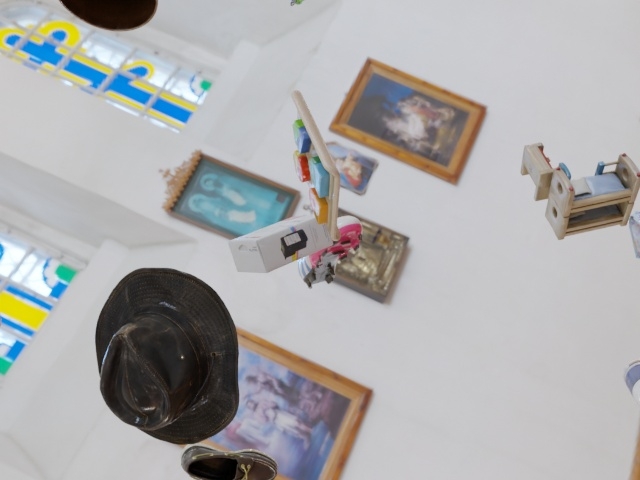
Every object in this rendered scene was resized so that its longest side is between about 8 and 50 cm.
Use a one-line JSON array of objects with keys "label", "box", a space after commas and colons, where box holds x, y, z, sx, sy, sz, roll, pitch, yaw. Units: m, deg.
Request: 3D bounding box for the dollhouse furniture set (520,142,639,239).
[{"label": "dollhouse furniture set", "box": [0.468, -0.122, 1.125, 0.129, 0.129, 0.183, 78, 180, -49]}]

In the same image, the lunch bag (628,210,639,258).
[{"label": "lunch bag", "box": [0.544, -0.015, 0.992, 0.053, 0.071, 0.083, -125, 16, -79]}]

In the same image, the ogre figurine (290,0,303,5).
[{"label": "ogre figurine", "box": [-0.016, -0.517, 1.147, 0.197, 0.097, 0.118, -9, 50, 59]}]

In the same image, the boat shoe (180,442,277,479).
[{"label": "boat shoe", "box": [-0.198, 0.510, 1.370, 0.069, 0.228, 0.081, -151, 77, -71]}]

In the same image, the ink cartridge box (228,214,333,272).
[{"label": "ink cartridge box", "box": [-0.084, 0.006, 1.279, 0.175, 0.072, 0.127, -23, 12, -33]}]

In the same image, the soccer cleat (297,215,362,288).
[{"label": "soccer cleat", "box": [0.000, 0.000, 1.462, 0.116, 0.143, 0.331, -14, -20, -22]}]

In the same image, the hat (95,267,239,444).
[{"label": "hat", "box": [-0.296, 0.216, 1.048, 0.331, 0.331, 0.134, -67, -16, 17]}]

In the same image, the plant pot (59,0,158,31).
[{"label": "plant pot", "box": [-0.443, -0.613, 1.320, 0.215, 0.216, 0.230, 105, 167, -61]}]

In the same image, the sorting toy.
[{"label": "sorting toy", "box": [-0.013, -0.123, 1.058, 0.208, 0.038, 0.193, 84, 165, -58]}]

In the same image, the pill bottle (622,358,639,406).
[{"label": "pill bottle", "box": [0.601, 0.269, 1.124, 0.067, 0.067, 0.120, -67, -7, 17]}]
